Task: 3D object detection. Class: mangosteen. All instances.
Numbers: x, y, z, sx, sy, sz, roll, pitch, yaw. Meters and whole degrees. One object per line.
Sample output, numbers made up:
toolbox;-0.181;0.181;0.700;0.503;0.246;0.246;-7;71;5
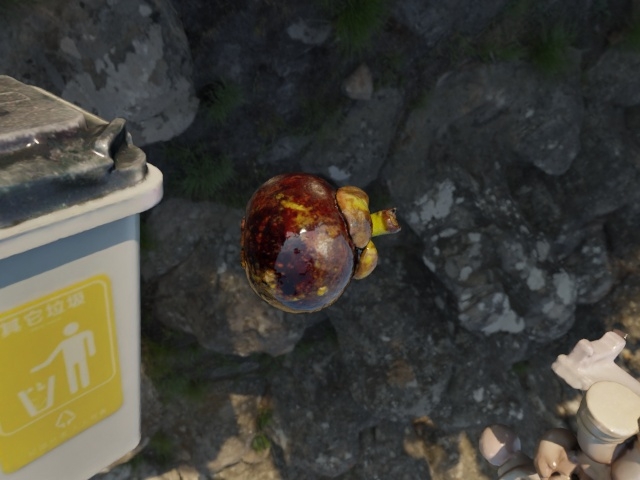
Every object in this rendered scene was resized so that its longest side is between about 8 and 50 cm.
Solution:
mangosteen;0.000;0.000;0.728;0.217;0.192;0.192;-6;149;-5

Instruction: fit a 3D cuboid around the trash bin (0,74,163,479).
trash bin;-0.309;0.052;0.500;0.256;0.296;0.367;-29;134;-42

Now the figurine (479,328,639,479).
figurine;0.217;0.216;0.454;0.144;0.182;0.256;-22;136;-53
